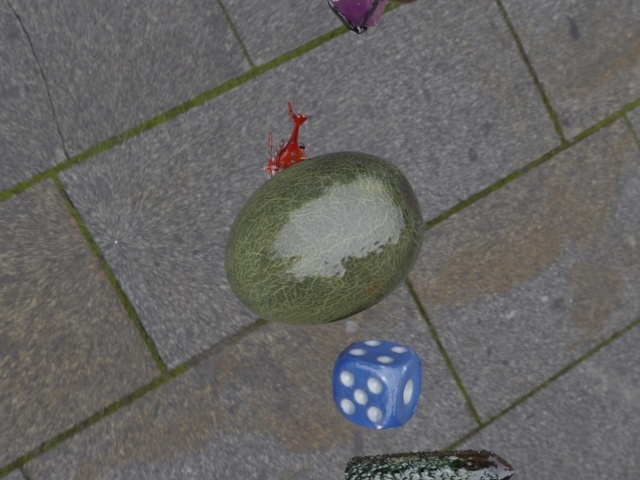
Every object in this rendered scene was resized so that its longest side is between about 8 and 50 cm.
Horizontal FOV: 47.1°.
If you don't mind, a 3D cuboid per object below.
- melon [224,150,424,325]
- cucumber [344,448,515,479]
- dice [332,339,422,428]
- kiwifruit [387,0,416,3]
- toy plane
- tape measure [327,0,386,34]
[{"bbox_3d":[0.000,0.000,1.068,0.301,0.237,0.238,-26,98,24],"label":"melon"},{"bbox_3d":[0.224,0.485,1.524,0.096,0.359,0.096,30,53,-50],"label":"cucumber"},{"bbox_3d":[0.117,0.283,1.464,0.146,0.146,0.143,-18,111,-56],"label":"dice"},{"bbox_3d":[0.121,-0.392,1.094,0.124,0.075,0.075,-19,96,-53],"label":"kiwifruit"},{"bbox_3d":[-0.054,-0.169,1.318,0.077,0.126,0.194,-4,126,-18],"label":"toy plane"},{"bbox_3d":[0.048,-0.331,0.928,0.074,0.118,0.125,3,82,16],"label":"tape measure"}]
